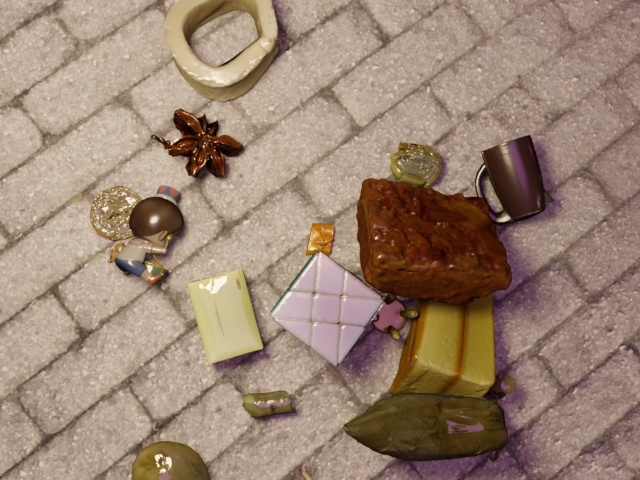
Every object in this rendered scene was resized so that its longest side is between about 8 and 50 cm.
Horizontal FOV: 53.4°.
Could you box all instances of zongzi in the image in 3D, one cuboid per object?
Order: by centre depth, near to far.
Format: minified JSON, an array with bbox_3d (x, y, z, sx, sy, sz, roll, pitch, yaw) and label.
[{"bbox_3d":[0.279,0.473,1.610,0.356,0.393,0.174,-5,75,21],"label":"zongzi"}]

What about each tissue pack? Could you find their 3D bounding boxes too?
[{"bbox_3d":[-0.262,0.208,1.762,0.159,0.125,0.234,-15,86,-6],"label":"tissue pack"}]

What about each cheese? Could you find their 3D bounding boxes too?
[{"bbox_3d":[-0.268,-0.582,1.819,0.332,0.153,0.292,-38,89,-6],"label":"cheese"}]

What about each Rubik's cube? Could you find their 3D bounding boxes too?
[{"bbox_3d":[0.013,0.178,1.732,0.221,0.224,0.231,37,87,-2],"label":"Rubik's cube"}]

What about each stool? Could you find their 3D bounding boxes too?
[{"bbox_3d":[0.202,0.214,1.811,0.135,0.110,0.134,-4,84,-6],"label":"stool"}]

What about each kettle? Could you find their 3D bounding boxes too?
[{"bbox_3d":[0.557,-0.169,1.869,0.202,0.144,0.232,-18,89,13],"label":"kettle"}]

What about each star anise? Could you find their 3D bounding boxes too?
[{"bbox_3d":[-0.340,-0.274,1.801,0.220,0.126,0.190,45,71,-14],"label":"star anise"}]

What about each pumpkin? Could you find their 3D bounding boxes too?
[{"bbox_3d":[-0.001,-0.002,1.851,0.073,0.035,0.101,8,87,-2],"label":"pumpkin"}]

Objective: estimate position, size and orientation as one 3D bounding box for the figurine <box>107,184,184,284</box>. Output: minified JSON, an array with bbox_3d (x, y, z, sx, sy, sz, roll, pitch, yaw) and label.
[{"bbox_3d":[-0.460,-0.020,1.758,0.161,0.158,0.275,18,82,33],"label":"figurine"}]

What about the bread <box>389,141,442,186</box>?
[{"bbox_3d":[0.280,-0.224,1.880,0.156,0.064,0.117,11,83,-5],"label":"bread"}]

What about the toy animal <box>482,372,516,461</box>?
[{"bbox_3d":[0.492,0.496,1.813,0.186,0.094,0.214,-34,119,-31],"label":"toy animal"}]

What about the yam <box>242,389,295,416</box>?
[{"bbox_3d":[-0.145,0.458,1.780,0.146,0.070,0.069,-5,85,-7],"label":"yam"}]

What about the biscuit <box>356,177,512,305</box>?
[{"bbox_3d":[0.289,0.005,1.728,0.395,0.166,0.342,11,39,-12],"label":"biscuit"}]

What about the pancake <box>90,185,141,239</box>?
[{"bbox_3d":[-0.577,-0.077,1.809,0.158,0.028,0.158,1,86,-8],"label":"pancake"}]

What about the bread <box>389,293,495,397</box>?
[{"bbox_3d":[0.370,0.275,1.852,0.233,0.245,0.361,18,54,-2],"label":"bread"}]

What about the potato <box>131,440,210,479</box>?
[{"bbox_3d":[-0.396,0.641,1.703,0.178,0.160,0.235,-28,98,17],"label":"potato"}]
